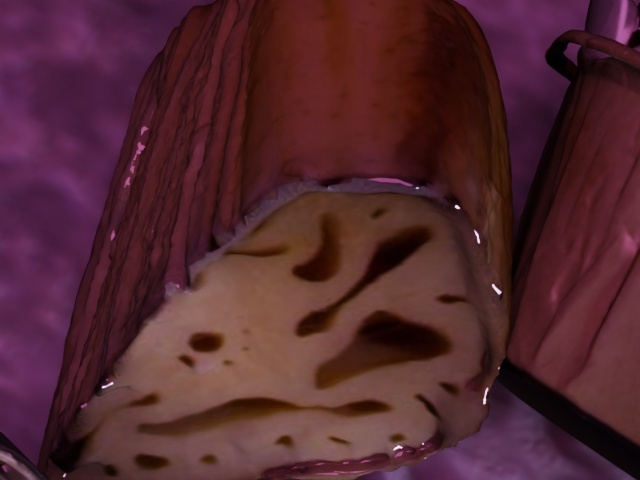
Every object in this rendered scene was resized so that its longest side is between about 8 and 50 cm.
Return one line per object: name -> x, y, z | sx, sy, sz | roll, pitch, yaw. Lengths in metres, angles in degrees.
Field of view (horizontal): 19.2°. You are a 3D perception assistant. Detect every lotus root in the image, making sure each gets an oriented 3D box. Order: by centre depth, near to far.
lotus root -> -0.002, -0.004, 0.492 | 0.095, 0.159, 0.135 | 24, 56, -26

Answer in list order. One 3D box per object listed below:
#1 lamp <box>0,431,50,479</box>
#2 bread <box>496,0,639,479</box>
lamp -> -0.090, 0.213, 0.410 | 0.269, 0.047, 0.266 | -46, 110, -14
bread -> 0.166, -0.008, 0.508 | 0.224, 0.142, 0.212 | 33, 89, 3
